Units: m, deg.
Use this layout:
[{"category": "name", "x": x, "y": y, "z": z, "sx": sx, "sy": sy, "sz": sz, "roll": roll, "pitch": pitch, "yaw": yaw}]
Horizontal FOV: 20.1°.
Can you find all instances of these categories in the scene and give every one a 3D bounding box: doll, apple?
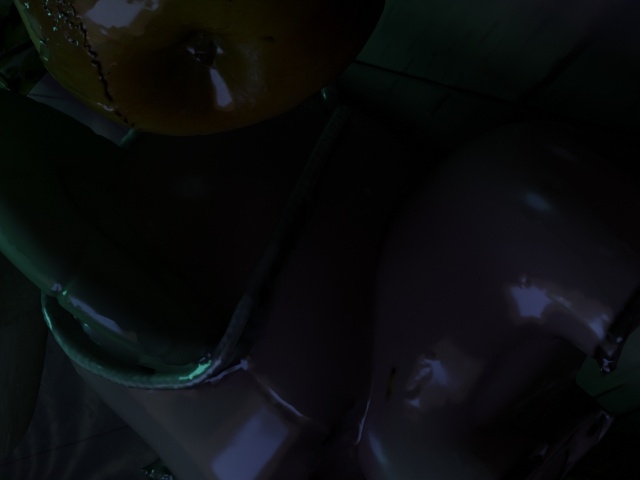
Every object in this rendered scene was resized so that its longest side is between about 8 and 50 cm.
[{"category": "doll", "x": 0.000, "y": 0.000, "z": 0.737, "sx": 0.268, "sy": 0.216, "sz": 0.284, "roll": 39, "pitch": -159, "yaw": 17}, {"category": "apple", "x": -0.041, "y": -0.103, "z": 0.621, "sx": 0.146, "sy": 0.146, "sz": 0.146, "roll": 31, "pitch": 161, "yaw": 12}]

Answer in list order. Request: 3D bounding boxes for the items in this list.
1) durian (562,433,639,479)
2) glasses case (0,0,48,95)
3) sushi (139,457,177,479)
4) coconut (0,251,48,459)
[{"category": "durian", "x": 0.159, "y": 0.184, "z": 0.989, "sx": 0.144, "sy": 0.139, "sz": 0.252, "roll": 23, "pitch": 158, "yaw": 19}, {"category": "glasses case", "x": -0.175, "y": -0.099, "z": 0.935, "sx": 0.062, "sy": 0.095, "sz": 0.272, "roll": 44, "pitch": 160, "yaw": -11}, {"category": "sushi", "x": -0.074, "y": 0.199, "z": 1.490, "sx": 0.226, "sy": 0.103, "sz": 0.097, "roll": 47, "pitch": 175, "yaw": -27}, {"category": "coconut", "x": -0.309, "y": 0.056, "z": 1.261, "sx": 0.245, "sy": 0.245, "sz": 0.247, "roll": 28, "pitch": 119, "yaw": 20}]
